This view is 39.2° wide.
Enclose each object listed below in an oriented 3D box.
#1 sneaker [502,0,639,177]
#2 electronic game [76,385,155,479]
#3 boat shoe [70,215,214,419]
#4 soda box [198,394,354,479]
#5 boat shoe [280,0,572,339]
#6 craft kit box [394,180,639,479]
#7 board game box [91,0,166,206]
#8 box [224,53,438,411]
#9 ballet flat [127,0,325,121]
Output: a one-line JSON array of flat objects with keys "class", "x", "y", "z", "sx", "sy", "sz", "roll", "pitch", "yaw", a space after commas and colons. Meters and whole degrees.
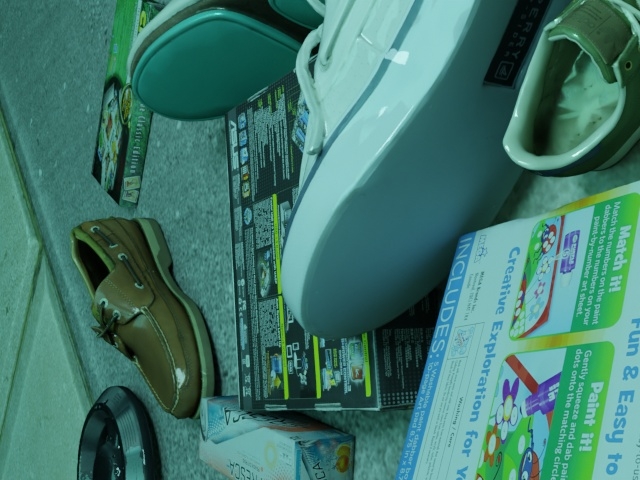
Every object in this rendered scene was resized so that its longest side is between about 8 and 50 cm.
[{"class": "sneaker", "x": 0.153, "y": -0.105, "z": 0.434, "sx": 0.064, "sy": 0.086, "sz": 0.192, "roll": 46, "pitch": 130, "yaw": 26}, {"class": "electronic game", "x": -0.258, "y": 0.299, "z": 1.135, "sx": 0.229, "sy": 0.048, "sz": 0.229, "roll": -11, "pitch": 77, "yaw": 58}, {"class": "boat shoe", "x": -0.211, "y": 0.087, "z": 1.014, "sx": 0.307, "sy": 0.104, "sz": 0.111, "roll": 54, "pitch": 132, "yaw": 45}, {"class": "soda box", "x": -0.043, "y": 0.181, "z": 0.780, "sx": 0.183, "sy": 0.058, "sz": 0.063, "roll": 4, "pitch": 92, "yaw": 58}, {"class": "boat shoe", "x": 0.049, "y": -0.121, "z": 0.538, "sx": 0.156, "sy": 0.135, "sz": 0.367, "roll": 51, "pitch": 129, "yaw": 43}, {"class": "craft kit box", "x": 0.131, "y": 0.089, "z": 0.410, "sx": 0.246, "sy": 0.061, "sz": 0.250, "roll": -24, "pitch": 43, "yaw": 59}, {"class": "board game box", "x": -0.252, "y": -0.188, "z": 1.173, "sx": 0.136, "sy": 0.030, "sz": 0.260, "roll": 41, "pitch": 123, "yaw": 54}, {"class": "box", "x": 0.000, "y": 0.000, "z": 0.718, "sx": 0.216, "sy": 0.060, "sz": 0.270, "roll": -18, "pitch": 74, "yaw": 56}, {"class": "ballet flat", "x": -0.027, "y": -0.214, "z": 0.734, "sx": 0.400, "sy": 0.139, "sz": 0.139, "roll": -21, "pitch": 70, "yaw": 52}]
